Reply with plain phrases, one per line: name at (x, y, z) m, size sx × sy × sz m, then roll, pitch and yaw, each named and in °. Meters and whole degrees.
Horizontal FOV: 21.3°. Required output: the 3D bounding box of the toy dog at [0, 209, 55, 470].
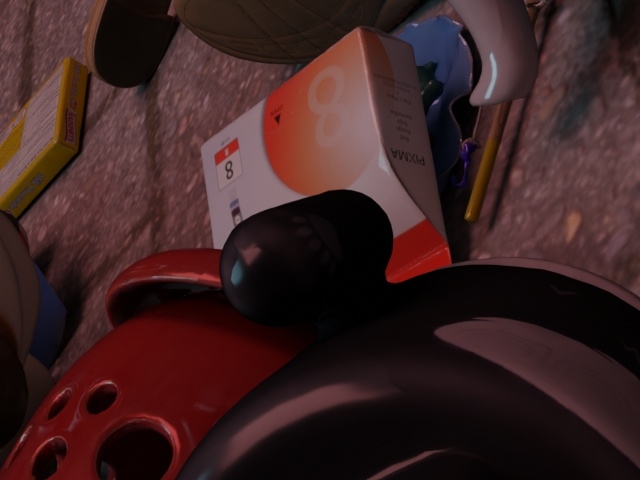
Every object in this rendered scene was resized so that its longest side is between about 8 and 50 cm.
toy dog at (-0.348, 0.103, 1.094) m, size 0.408 × 0.395 × 0.284 m, roll -44°, pitch 72°, yaw 26°

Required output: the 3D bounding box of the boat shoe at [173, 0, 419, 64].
boat shoe at (0.023, -0.187, 1.014) m, size 0.285 × 0.103 × 0.092 m, roll -21°, pitch 43°, yaw 47°

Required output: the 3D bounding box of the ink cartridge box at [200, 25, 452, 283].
ink cartridge box at (0.000, 0.000, 0.889) m, size 0.145 × 0.045 × 0.179 m, roll -33°, pitch 53°, yaw 42°

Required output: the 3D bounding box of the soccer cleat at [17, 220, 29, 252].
soccer cleat at (-0.354, 0.086, 1.409) m, size 0.331 × 0.116 × 0.143 m, roll -52°, pitch 22°, yaw 16°

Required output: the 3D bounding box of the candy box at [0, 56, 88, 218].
candy box at (-0.268, -0.061, 1.482) m, size 0.206 × 0.027 × 0.105 m, roll -41°, pitch 37°, yaw 37°

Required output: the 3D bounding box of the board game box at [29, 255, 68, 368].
board game box at (-0.256, 0.034, 1.284) m, size 0.133 × 0.169 × 0.033 m, roll -36°, pitch -4°, yaw 29°

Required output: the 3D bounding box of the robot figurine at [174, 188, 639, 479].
robot figurine at (0.046, 0.101, 0.551) m, size 0.278 × 0.173 × 0.209 m, roll -31°, pitch -47°, yaw -71°

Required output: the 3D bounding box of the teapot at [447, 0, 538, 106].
teapot at (0.138, -0.222, 0.755) m, size 0.252 × 0.187 × 0.256 m, roll -42°, pitch -9°, yaw -20°

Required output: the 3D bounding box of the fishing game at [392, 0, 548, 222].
fishing game at (0.018, -0.048, 0.961) m, size 0.264 × 0.041 × 0.189 m, roll -7°, pitch 58°, yaw 59°

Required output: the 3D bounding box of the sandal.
sandal at (-0.133, -0.240, 1.339) m, size 0.079 × 0.088 × 0.240 m, roll 31°, pitch 99°, yaw 57°

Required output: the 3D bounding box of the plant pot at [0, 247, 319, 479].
plant pot at (-0.045, 0.111, 0.772) m, size 0.191 × 0.191 × 0.174 m, roll -19°, pitch 44°, yaw 54°
